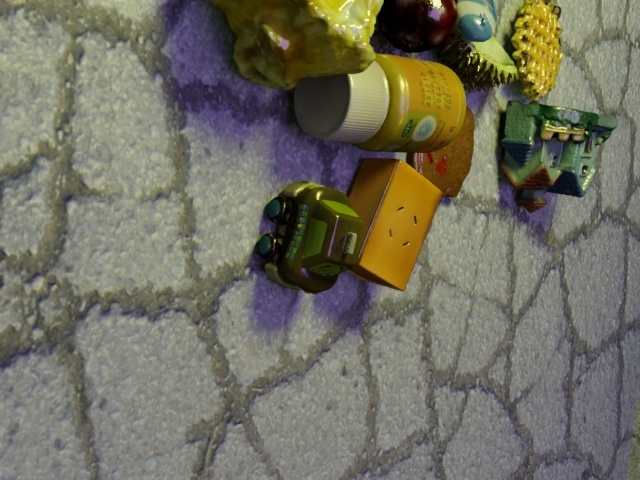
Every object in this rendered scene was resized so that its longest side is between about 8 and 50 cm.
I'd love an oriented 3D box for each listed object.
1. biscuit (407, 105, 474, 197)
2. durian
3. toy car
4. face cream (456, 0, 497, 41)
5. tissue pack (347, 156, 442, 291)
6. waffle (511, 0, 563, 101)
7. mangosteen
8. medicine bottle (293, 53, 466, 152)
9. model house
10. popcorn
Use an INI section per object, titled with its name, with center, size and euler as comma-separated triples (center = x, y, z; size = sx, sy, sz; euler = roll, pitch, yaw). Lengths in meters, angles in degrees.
[biscuit]
center = 0.334, -0.244, 2.083
size = 0.257, 0.049, 0.273
euler = 5, 97, -44
[durian]
center = 0.410, -0.516, 2.028
size = 0.394, 0.163, 0.198
euler = 25, 79, -37
[toy car]
center = 0.000, 0.000, 1.713
size = 0.204, 0.198, 0.248
euler = 15, 89, -45
[face cream]
center = 0.385, -0.589, 1.937
size = 0.149, 0.083, 0.264
euler = 26, 41, -19
[tissue pack]
center = 0.151, -0.043, 1.886
size = 0.194, 0.145, 0.275
euler = 33, 76, -44
[waffle]
center = 0.646, -0.577, 2.269
size = 0.329, 0.062, 0.329
euler = -8, 100, -52
[mangosteen]
center = 0.242, -0.559, 1.826
size = 0.194, 0.194, 0.230
euler = 37, 75, -41
[medicine bottle]
center = 0.140, -0.316, 1.761
size = 0.384, 0.224, 0.224
euler = -3, 101, -43
[model house]
center = 0.680, -0.232, 2.287
size = 0.295, 0.251, 0.329
euler = 0, 104, -44
[popcorn]
center = -0.054, -0.474, 1.513
size = 0.293, 0.292, 0.334
euler = -22, 106, -29
